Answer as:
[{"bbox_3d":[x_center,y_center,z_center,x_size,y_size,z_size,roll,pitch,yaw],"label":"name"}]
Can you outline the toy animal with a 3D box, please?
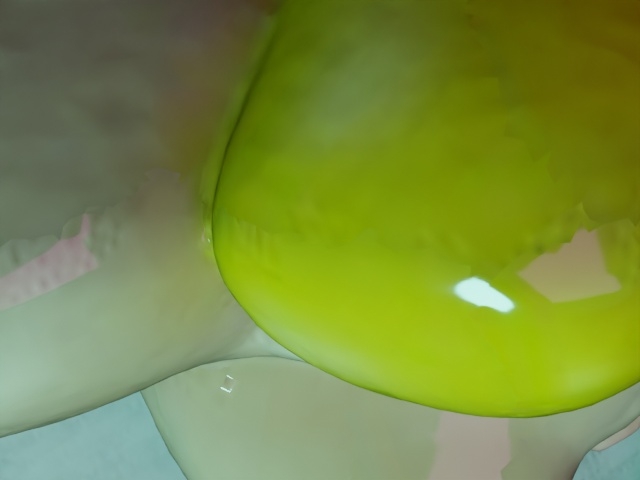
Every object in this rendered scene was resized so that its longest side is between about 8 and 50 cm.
[{"bbox_3d":[0.007,0.012,0.461,0.345,0.277,0.246,-30,130,-14],"label":"toy animal"}]
